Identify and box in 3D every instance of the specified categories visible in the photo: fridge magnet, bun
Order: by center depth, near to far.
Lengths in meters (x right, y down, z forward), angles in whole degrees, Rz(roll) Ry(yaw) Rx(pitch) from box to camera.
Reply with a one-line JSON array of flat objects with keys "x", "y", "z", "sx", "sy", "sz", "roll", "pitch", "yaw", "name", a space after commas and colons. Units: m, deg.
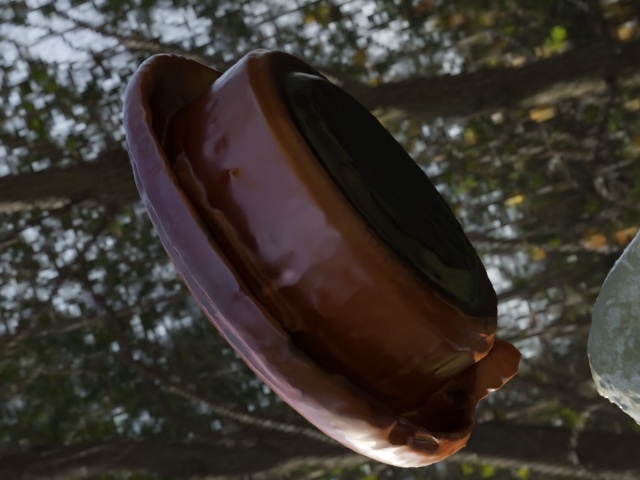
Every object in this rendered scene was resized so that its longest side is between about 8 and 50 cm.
[{"x": 0.296, "y": 0.061, "z": 0.875, "sx": 0.134, "sy": 0.220, "sz": 0.220, "roll": 51, "pitch": 173, "yaw": 52, "name": "bun"}, {"x": 0.000, "y": 0.000, "z": 0.962, "sx": 0.363, "sy": 0.155, "sz": 0.363, "roll": 45, "pitch": -163, "yaw": -18, "name": "fridge magnet"}]
